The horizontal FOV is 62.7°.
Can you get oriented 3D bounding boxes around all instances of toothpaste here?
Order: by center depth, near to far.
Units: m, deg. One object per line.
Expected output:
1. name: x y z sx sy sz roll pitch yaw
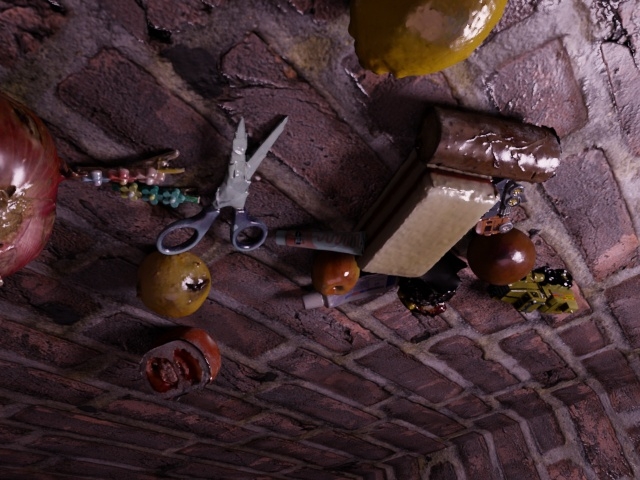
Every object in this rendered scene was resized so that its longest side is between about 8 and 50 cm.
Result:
1. toothpaste: 0.000 0.000 1.207 0.205 0.056 0.036 4 171 11
2. toothpaste: 0.085 0.133 1.435 0.282 0.068 0.099 -14 173 -11

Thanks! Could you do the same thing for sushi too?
1. sushi: 0.280 0.122 1.377 0.172 0.153 0.150 -30 145 -47

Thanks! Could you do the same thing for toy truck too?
1. toy truck: 0.393 -0.095 1.197 0.092 0.083 0.192 -9 141 -2
2. toy truck: 0.619 0.153 1.533 0.257 0.127 0.127 12 138 -21

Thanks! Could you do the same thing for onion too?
1. onion: -0.562 -0.077 0.812 0.353 0.354 0.354 -7 142 -5

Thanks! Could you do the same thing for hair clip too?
1. hair clip: -0.364 -0.127 0.998 0.213 0.056 0.062 -10 175 -2
2. hair clip: -0.329 -0.096 1.052 0.172 0.049 0.049 4 140 -13

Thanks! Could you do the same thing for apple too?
1. apple: 0.039 0.080 1.314 0.126 0.102 0.126 -8 142 -6

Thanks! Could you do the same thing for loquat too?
1. loquat: -0.347 0.099 1.211 0.204 0.149 0.172 -10 146 22

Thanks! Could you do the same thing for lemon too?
1. lemon: 0.150 -0.341 0.736 0.260 0.204 0.204 -43 133 18

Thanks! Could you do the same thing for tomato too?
1. tomato: -0.378 0.327 1.476 0.214 0.155 0.181 -17 107 17

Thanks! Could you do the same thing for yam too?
1. yam: 0.325 -0.187 1.035 0.279 0.131 0.131 6 139 -18

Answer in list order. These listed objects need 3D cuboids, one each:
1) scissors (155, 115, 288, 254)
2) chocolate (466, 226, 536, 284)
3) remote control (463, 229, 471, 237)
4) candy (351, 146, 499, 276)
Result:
1. scissors: -0.172 -0.102 1.071 0.256 0.029 0.383 -1 138 -35
2. chocolate: 0.451 0.038 1.310 0.176 0.177 0.177 -7 142 -5
3. remote control: 0.320 -0.032 1.310 0.124 0.018 0.053 17 135 -31
4. candy: 0.219 -0.050 1.171 0.179 0.135 0.321 12 136 -25
